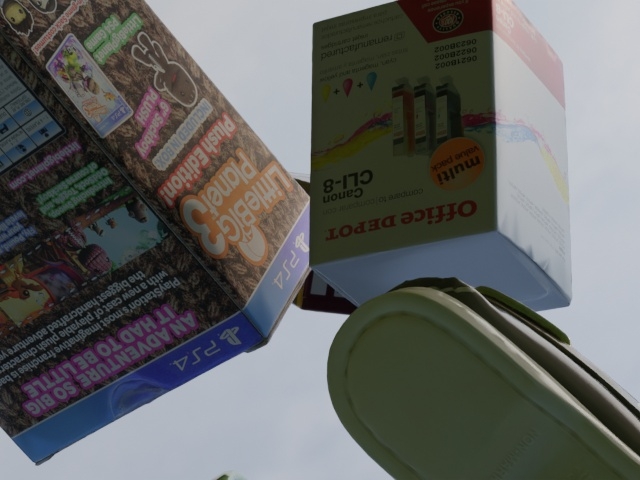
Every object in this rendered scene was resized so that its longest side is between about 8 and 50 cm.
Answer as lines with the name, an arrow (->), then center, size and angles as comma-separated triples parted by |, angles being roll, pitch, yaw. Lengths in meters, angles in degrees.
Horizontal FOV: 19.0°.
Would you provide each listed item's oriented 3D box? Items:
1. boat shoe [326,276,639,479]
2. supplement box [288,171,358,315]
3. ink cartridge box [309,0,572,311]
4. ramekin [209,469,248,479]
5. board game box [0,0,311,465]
boat shoe -> 0.135, 0.132, 0.863 | 0.109, 0.305, 0.091 | -48, 171, 22
supplement box -> 0.000, 0.000, 1.638 | 0.188, 0.081, 0.104 | -159, -103, -71
ink cartridge box -> 0.076, -0.048, 1.199 | 0.128, 0.127, 0.176 | -12, -117, 25
ramekin -> -0.074, 0.335, 1.403 | 0.148, 0.303, 0.303 | -23, -158, 3
board game box -> -0.180, -0.033, 1.265 | 0.232, 0.291, 0.141 | -29, -162, 34
